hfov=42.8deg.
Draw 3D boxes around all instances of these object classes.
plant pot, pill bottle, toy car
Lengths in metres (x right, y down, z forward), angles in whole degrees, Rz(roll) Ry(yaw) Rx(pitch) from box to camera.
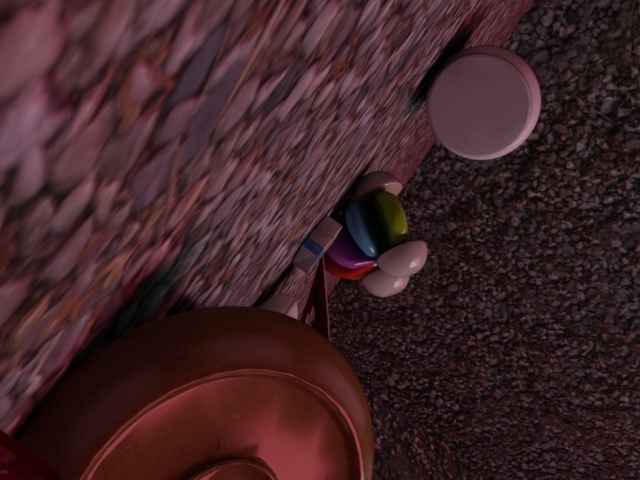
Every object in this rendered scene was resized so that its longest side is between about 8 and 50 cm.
[{"bbox_3d":[-0.062,0.154,0.471,0.236,0.236,0.032,-53,-148,-7],"label":"plant pot"},{"bbox_3d":[0.239,-0.203,1.191,0.160,0.160,0.283,-55,175,18],"label":"pill bottle"},{"bbox_3d":[0.063,-0.002,1.199,0.136,0.159,0.182,-13,161,-18],"label":"toy car"}]

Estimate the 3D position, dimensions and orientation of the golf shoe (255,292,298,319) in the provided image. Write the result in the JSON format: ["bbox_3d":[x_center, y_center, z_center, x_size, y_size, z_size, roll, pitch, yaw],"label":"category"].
[{"bbox_3d":[-0.085,0.136,1.002,0.186,0.067,0.086,-52,175,-24],"label":"golf shoe"}]

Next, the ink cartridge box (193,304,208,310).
[{"bbox_3d":[-0.115,0.227,0.725,0.285,0.166,0.395,-51,176,-9],"label":"ink cartridge box"}]

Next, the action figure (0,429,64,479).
[{"bbox_3d":[-0.179,0.225,0.305,0.280,0.139,0.091,-51,174,-4],"label":"action figure"}]

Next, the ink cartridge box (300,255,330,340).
[{"bbox_3d":[-0.054,0.253,1.134,0.308,0.091,0.385,108,-16,-55],"label":"ink cartridge box"}]

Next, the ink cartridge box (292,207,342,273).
[{"bbox_3d":[0.000,0.000,1.100,0.083,0.028,0.048,-51,175,-38],"label":"ink cartridge box"}]
